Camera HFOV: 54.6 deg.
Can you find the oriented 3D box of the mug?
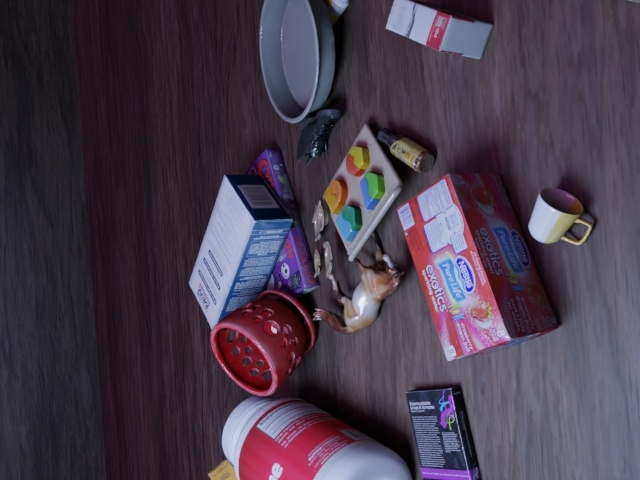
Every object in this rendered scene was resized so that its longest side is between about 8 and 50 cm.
[{"bbox_3d":[0.325,-0.026,0.859,0.078,0.062,0.064,59,144,42],"label":"mug"}]

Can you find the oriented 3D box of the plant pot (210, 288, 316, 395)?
[{"bbox_3d":[-0.115,0.216,1.361,0.191,0.174,0.191,24,130,31],"label":"plant pot"}]

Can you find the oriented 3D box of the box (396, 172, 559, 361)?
[{"bbox_3d":[0.232,0.038,0.936,0.128,0.123,0.256,-37,64,50],"label":"box"}]

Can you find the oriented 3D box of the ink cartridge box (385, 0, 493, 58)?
[{"bbox_3d":[0.186,-0.339,0.984,0.135,0.099,0.056,42,126,43],"label":"ink cartridge box"}]

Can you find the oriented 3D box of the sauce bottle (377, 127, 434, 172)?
[{"bbox_3d":[0.149,-0.163,1.103,0.128,0.042,0.042,43,127,45],"label":"sauce bottle"}]

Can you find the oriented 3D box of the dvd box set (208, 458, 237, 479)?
[{"bbox_3d":[-0.076,0.703,1.343,0.420,0.062,0.307,39,156,43],"label":"dvd box set"}]

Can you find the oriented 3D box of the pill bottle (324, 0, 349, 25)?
[{"bbox_3d":[0.029,-0.469,1.236,0.083,0.043,0.043,-42,60,47],"label":"pill bottle"}]

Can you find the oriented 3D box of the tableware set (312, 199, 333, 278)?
[{"bbox_3d":[0.000,0.000,1.288,0.141,0.020,0.168,125,142,-71],"label":"tableware set"}]

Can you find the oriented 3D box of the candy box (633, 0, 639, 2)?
[{"bbox_3d":[0.346,-0.379,0.800,0.187,0.053,0.109,39,125,47],"label":"candy box"}]

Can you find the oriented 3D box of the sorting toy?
[{"bbox_3d":[0.068,-0.095,1.177,0.193,0.038,0.208,-58,35,36],"label":"sorting toy"}]

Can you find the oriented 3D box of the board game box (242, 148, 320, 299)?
[{"bbox_3d":[-0.117,-0.016,1.480,0.208,0.056,0.346,-35,65,45],"label":"board game box"}]

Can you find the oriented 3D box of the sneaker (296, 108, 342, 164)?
[{"bbox_3d":[-0.003,-0.216,1.302,0.170,0.051,0.089,-7,88,59],"label":"sneaker"}]

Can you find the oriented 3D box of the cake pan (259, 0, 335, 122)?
[{"bbox_3d":[-0.050,-0.396,1.299,0.293,0.054,0.293,37,133,55],"label":"cake pan"}]

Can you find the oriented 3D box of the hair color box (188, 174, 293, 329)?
[{"bbox_3d":[-0.197,0.033,1.466,0.174,0.105,0.347,55,133,36],"label":"hair color box"}]

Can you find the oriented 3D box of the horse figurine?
[{"bbox_3d":[0.077,0.096,1.207,0.263,0.066,0.174,-62,41,33],"label":"horse figurine"}]

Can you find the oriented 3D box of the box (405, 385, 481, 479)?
[{"bbox_3d":[0.211,0.337,1.075,0.116,0.029,0.162,-22,76,52],"label":"box"}]

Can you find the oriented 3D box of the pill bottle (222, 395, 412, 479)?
[{"bbox_3d":[-0.029,0.456,1.247,0.408,0.229,0.229,11,102,53],"label":"pill bottle"}]
